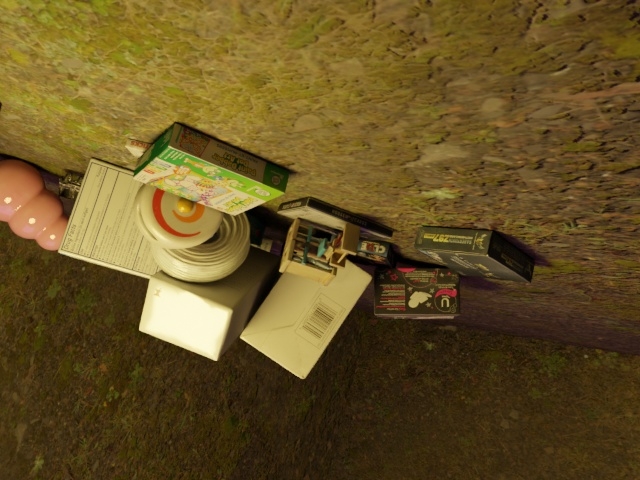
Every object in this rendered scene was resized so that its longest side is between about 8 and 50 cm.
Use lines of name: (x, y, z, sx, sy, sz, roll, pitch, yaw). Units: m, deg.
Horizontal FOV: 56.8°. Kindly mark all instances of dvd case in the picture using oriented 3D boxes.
dvd case: (0.034, -0.047, 1.461, 0.239, 0.029, 0.179, 20, 169, -24)

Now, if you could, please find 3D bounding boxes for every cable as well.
cable: (-0.307, -0.014, 1.528, 0.257, 0.257, 0.089, 11, 142, -12)

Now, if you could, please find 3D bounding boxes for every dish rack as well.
dish rack: (-0.749, -0.160, 1.931, 0.208, 0.074, 0.271, 18, 168, -20)

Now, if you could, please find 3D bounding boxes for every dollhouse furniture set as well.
dollhouse furniture set: (0.000, 0.000, 1.418, 0.129, 0.129, 0.183, 18, 146, -13)

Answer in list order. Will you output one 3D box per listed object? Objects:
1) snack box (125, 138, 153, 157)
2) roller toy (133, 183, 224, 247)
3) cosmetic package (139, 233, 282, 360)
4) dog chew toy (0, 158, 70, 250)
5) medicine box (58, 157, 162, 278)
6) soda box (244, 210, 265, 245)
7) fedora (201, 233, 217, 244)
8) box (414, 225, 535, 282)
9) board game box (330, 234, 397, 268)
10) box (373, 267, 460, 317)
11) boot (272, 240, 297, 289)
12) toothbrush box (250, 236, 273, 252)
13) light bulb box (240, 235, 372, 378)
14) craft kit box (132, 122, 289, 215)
snack box: (-0.328, -0.180, 1.287, 0.178, 0.022, 0.064, 15, 168, 4)
roller toy: (-0.326, -0.075, 1.378, 0.209, 0.191, 0.146, 20, 168, -24)
cosmetic package: (-0.290, 0.139, 1.674, 0.230, 0.161, 0.453, 21, -162, 7)
dog chew toy: (-0.934, -0.100, 1.912, 0.332, 0.206, 0.206, 47, 161, -13)
medicine box: (-0.528, -0.047, 1.632, 0.289, 0.263, 0.149, 18, 171, -14)
soda box: (-0.234, -0.043, 1.791, 0.071, 0.067, 0.210, 13, 169, 14)
fedora: (-0.510, 0.021, 2.151, 0.334, 0.334, 0.152, 4, 132, 50)
box: (0.350, 0.033, 1.335, 0.183, 0.059, 0.233, 5, 166, 43)
board game box: (0.132, 0.035, 1.730, 0.165, 0.042, 0.243, 13, 170, 15)
box: (0.285, 0.164, 1.779, 0.247, 0.142, 0.163, 0, 168, 7)
boot: (-0.150, 0.100, 2.037, 0.246, 0.207, 0.094, 15, -179, -19)
toothbrush box: (-0.281, 0.098, 2.220, 0.126, 0.216, 0.295, 17, 171, -11)
light bulb box: (-0.037, 0.201, 1.824, 0.225, 0.358, 0.361, 34, 176, 4)
craft kit box: (-0.229, -0.134, 1.215, 0.247, 0.061, 0.250, 17, 163, -28)
